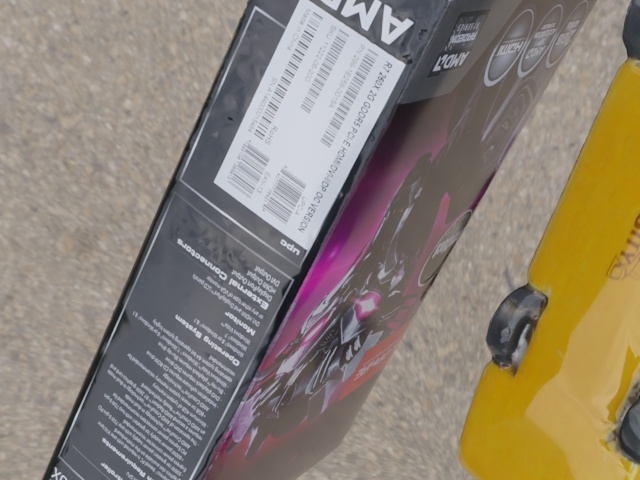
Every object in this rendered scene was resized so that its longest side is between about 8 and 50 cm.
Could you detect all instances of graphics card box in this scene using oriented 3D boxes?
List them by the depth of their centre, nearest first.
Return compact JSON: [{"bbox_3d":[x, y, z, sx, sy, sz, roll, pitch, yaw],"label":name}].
[{"bbox_3d":[0.000,0.000,0.648,0.094,0.233,0.371,35,116,18],"label":"graphics card box"}]

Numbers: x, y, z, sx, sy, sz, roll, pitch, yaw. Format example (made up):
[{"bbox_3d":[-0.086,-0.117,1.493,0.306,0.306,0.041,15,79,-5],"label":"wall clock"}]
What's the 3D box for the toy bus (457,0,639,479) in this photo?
[{"bbox_3d":[0.189,0.009,0.626,0.108,0.130,0.333,35,114,36],"label":"toy bus"}]
